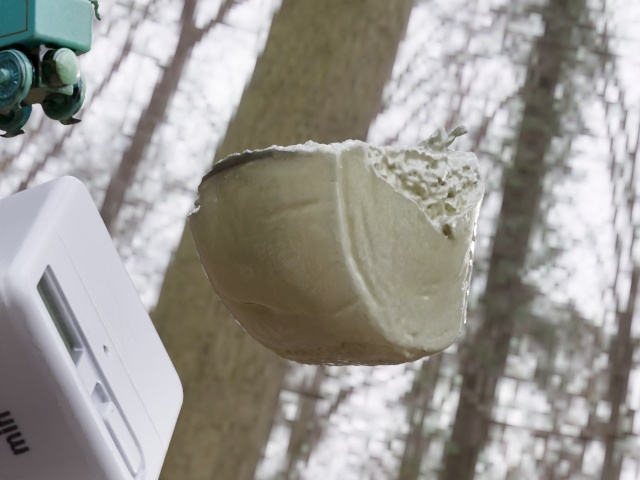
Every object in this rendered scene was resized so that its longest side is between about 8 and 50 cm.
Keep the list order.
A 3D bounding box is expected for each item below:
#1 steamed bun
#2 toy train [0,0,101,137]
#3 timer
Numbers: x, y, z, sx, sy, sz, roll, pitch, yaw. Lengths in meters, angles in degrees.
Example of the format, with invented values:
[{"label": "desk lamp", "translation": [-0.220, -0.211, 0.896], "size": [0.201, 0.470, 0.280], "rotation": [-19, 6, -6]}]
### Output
[{"label": "steamed bun", "translation": [0.000, 0.000, 2.022], "size": [0.272, 0.273, 0.290], "rotation": [10, -17, -33]}, {"label": "toy train", "translation": [-0.344, -0.209, 2.115], "size": [0.203, 0.163, 0.112], "rotation": [-8, -12, 37]}, {"label": "timer", "translation": [-0.225, 0.096, 1.267], "size": [0.195, 0.194, 0.192], "rotation": [-19, -70, 13]}]
